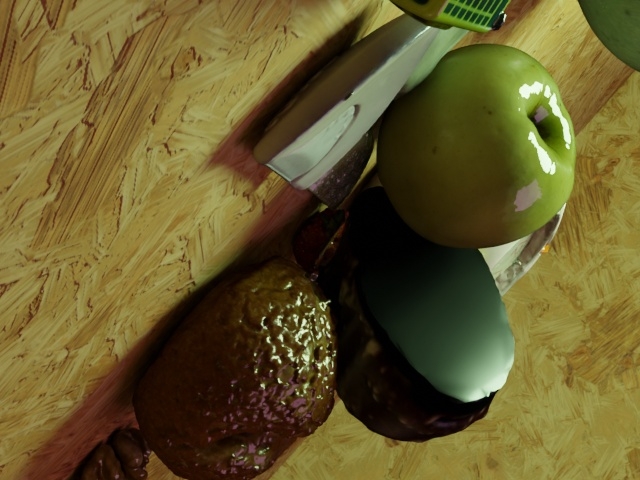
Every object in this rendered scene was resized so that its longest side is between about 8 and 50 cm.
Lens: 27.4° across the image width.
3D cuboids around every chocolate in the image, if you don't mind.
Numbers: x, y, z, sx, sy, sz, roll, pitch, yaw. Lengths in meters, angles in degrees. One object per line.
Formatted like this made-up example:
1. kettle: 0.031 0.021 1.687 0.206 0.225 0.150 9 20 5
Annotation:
1. chocolate: 0.103 0.122 1.778 0.225 0.340 0.210 1 144 -32

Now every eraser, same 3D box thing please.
1. eraser: 0.030 -0.161 1.404 0.243 0.059 0.204 -47 168 2

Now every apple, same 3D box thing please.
1. apple: 0.205 -0.119 1.704 0.262 0.262 0.262 -47 168 -13

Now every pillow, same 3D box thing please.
1. pillow: 0.158 -0.269 1.585 0.230 0.050 0.148 -48 163 -7

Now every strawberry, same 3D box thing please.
1. strawberry: -0.003 -0.002 1.833 0.104 0.048 0.152 -51 174 -21

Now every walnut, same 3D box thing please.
1. walnut: -0.283 0.329 1.771 0.143 0.069 0.170 -36 160 -45

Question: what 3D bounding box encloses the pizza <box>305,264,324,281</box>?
1. pizza: 0.012 0.100 2.058 0.226 0.069 0.147 -18 117 -62

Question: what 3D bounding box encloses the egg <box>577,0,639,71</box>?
1. egg: 0.517 -0.392 1.819 0.345 0.345 0.428 -53 154 18

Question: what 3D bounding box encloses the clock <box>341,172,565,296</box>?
1. clock: 0.217 -0.038 2.046 0.376 0.250 0.368 -26 154 -50

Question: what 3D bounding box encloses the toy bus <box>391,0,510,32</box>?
1. toy bus: 0.116 -0.270 1.193 0.150 0.128 0.262 -57 168 14

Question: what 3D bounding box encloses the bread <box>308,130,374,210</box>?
1. bread: 0.033 -0.095 1.695 0.112 0.036 0.193 -51 169 0

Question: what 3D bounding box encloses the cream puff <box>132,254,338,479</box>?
1. cream puff: -0.091 0.179 1.662 0.303 0.212 0.303 -46 173 -8
